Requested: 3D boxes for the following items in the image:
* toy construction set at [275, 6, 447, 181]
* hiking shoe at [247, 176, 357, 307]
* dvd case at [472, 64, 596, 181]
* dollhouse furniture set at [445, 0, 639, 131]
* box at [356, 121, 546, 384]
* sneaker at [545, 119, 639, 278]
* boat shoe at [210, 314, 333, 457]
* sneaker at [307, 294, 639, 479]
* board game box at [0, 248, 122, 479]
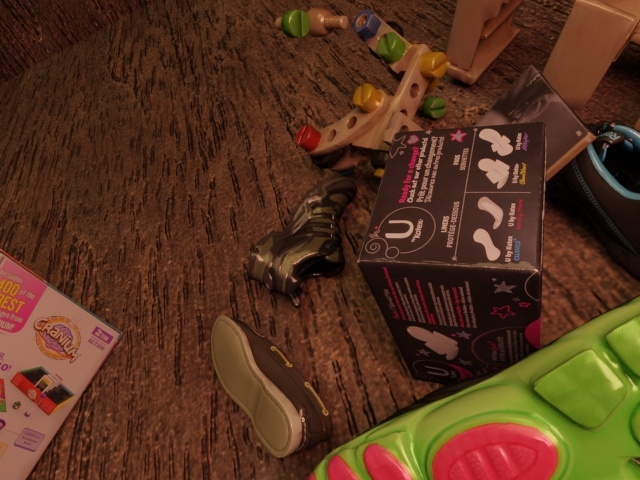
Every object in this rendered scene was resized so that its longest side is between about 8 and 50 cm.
[{"bbox_3d":[0.090,-0.221,0.644,0.257,0.309,0.237,-42,37,-10],"label":"toy construction set"},{"bbox_3d":[0.000,0.000,0.694,0.114,0.086,0.227,35,65,16],"label":"hiking shoe"},{"bbox_3d":[0.221,-0.098,0.602,0.221,0.018,0.165,-51,29,36],"label":"dvd case"},{"bbox_3d":[0.413,-0.321,0.689,0.394,0.257,0.362,34,67,20],"label":"dollhouse furniture set"},{"bbox_3d":[0.148,0.029,0.472,0.141,0.247,0.164,2,54,25],"label":"box"},{"bbox_3d":[0.329,-0.104,0.571,0.125,0.140,0.341,-34,46,-2],"label":"sneaker"},{"bbox_3d":[-0.071,0.172,0.585,0.227,0.068,0.081,41,116,46],"label":"boat shoe"},{"bbox_3d":[0.206,0.136,0.341,0.482,0.202,0.186,-26,79,27],"label":"sneaker"},{"bbox_3d":[-0.452,0.203,0.618,0.064,0.242,0.317,7,56,32],"label":"board game box"}]
